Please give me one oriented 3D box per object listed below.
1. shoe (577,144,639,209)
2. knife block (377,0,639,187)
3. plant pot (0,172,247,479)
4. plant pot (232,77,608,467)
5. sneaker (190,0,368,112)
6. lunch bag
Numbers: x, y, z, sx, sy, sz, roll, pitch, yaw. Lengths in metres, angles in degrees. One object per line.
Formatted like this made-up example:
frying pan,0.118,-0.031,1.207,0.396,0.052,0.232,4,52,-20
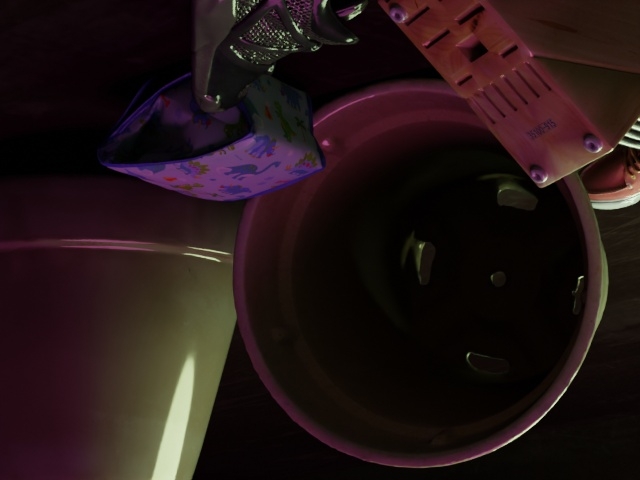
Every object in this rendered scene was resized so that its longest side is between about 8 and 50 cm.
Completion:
shoe,0.313,-0.085,1.497,0.178,0.063,0.081,-21,156,28
knife block,0.206,-0.169,1.185,0.276,0.242,0.088,47,144,-8
plant pot,-0.217,0.102,1.512,0.323,0.280,0.323,-1,171,0
plant pot,0.133,0.033,1.464,0.334,0.334,0.305,-12,173,22
sneaker,-0.031,-0.154,1.125,0.130,0.087,0.227,3,157,-5
lunch bag,-0.094,-0.085,1.319,0.151,0.096,0.129,-23,157,25
